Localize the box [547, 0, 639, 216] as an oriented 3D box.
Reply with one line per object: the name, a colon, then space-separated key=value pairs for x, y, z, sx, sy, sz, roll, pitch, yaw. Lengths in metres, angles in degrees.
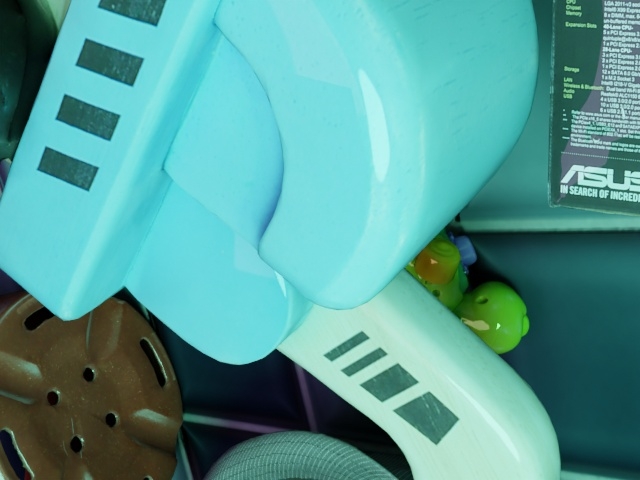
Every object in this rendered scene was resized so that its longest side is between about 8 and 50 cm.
box: x=0.241 y=-0.117 z=0.408 sx=0.307 sy=0.076 sz=0.243 roll=8 pitch=114 yaw=27

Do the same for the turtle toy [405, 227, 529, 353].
turtle toy: x=0.066 y=0.027 z=0.682 sx=0.130 sy=0.066 sz=0.095 roll=36 pitch=129 yaw=24

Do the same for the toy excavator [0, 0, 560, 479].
toy excavator: x=0.000 y=0.000 z=0.510 sx=0.445 sy=0.222 sz=0.433 roll=39 pitch=127 yaw=11

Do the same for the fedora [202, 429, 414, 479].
fedora: x=0.031 y=0.227 z=0.762 sx=0.244 sy=0.124 sz=0.275 roll=52 pitch=128 yaw=10

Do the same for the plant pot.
plant pot: x=-0.275 y=0.162 z=0.933 sx=0.265 sy=0.272 sz=0.272 roll=-18 pitch=96 yaw=37
